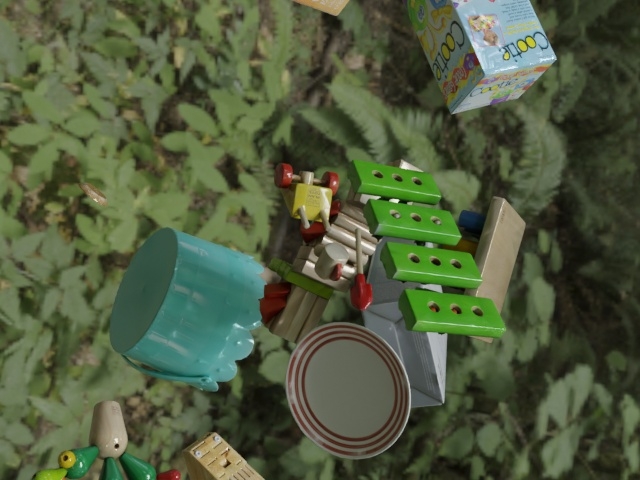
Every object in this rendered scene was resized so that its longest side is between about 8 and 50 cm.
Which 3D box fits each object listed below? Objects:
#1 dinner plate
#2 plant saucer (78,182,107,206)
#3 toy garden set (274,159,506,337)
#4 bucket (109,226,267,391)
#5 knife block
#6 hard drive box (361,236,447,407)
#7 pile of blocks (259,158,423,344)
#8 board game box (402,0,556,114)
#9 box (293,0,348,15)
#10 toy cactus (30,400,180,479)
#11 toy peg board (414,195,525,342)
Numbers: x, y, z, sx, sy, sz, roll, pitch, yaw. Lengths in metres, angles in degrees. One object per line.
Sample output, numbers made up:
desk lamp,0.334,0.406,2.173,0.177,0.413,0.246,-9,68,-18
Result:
dinner plate,0.028,0.152,0.914,0.017,0.141,0.141,-12,108,-63
plant saucer,-0.533,-0.112,2.116,0.015,0.083,0.083,-50,158,4
toy garden set,0.061,0.009,0.961,0.049,0.204,0.244,-62,-148,37
bucket,-0.244,0.120,1.617,0.183,0.281,0.281,26,67,-29
knife block,-0.206,0.586,1.938,0.088,0.276,0.242,-29,153,-50
hard drive box,0.134,0.114,1.364,0.232,0.089,0.181,-69,148,-63
pile of blocks,0.000,0.000,1.359,0.362,0.113,0.149,-53,-152,22
board game box,0.251,-0.375,1.502,0.142,0.144,0.275,128,-56,-66
box,-0.019,-0.355,1.039,0.170,0.130,0.091,6,52,-42
toy cactus,-0.267,0.287,1.137,0.219,0.112,0.180,14,48,-33
toy peg board,0.178,0.032,1.088,0.161,0.079,0.160,25,81,-67
